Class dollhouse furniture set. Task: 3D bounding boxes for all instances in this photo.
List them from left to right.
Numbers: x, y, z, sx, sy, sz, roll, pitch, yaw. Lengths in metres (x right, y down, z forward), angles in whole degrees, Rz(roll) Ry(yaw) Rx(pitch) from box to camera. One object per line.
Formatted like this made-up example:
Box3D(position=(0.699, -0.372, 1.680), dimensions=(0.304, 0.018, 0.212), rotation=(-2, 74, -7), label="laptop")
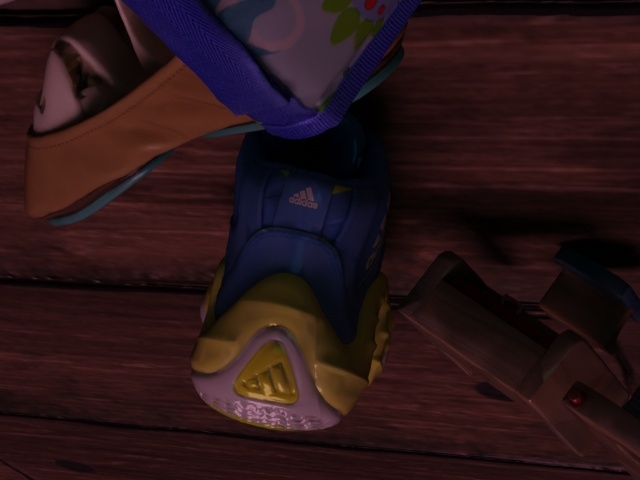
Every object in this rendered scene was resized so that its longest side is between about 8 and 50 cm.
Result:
Box3D(position=(0.137, 0.025, 0.694), dimensions=(0.184, 0.129, 0.129), rotation=(34, 174, 37), label="dollhouse furniture set")

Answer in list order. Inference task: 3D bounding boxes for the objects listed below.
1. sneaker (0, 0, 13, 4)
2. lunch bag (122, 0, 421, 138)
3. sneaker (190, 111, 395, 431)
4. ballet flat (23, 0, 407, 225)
Box3D(position=(-0.156, -0.163, 0.370), dimensions=(0.146, 0.122, 0.330), rotation=(-16, 151, 35), label="sneaker")
Box3D(position=(-0.021, -0.115, 0.346), dimensions=(0.096, 0.151, 0.129), rotation=(-3, 153, 35), label="lunch bag")
Box3D(position=(0.000, 0.000, 0.721), dimensions=(0.091, 0.126, 0.240), rotation=(13, -172, -3), label="sneaker")
Box3D(position=(-0.059, -0.067, 0.620), dimensions=(0.232, 0.080, 0.073), rotation=(-19, 115, 48), label="ballet flat")
